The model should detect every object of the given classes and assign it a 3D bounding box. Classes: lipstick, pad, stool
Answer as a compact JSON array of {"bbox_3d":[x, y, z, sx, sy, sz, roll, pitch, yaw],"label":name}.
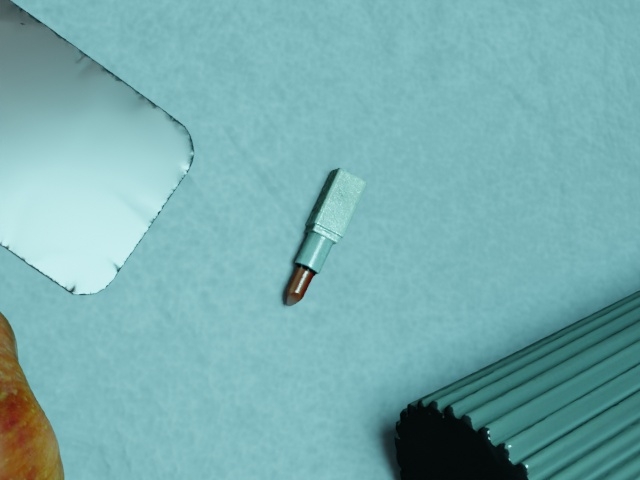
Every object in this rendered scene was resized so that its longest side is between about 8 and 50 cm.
[{"bbox_3d":[0.000,0.000,1.567,0.030,0.030,0.129,27,78,-15],"label":"lipstick"},{"bbox_3d":[-0.252,-0.090,1.507,0.267,0.004,0.181,36,76,-12],"label":"pad"},{"bbox_3d":[0.279,0.187,1.514,0.330,0.297,0.297,-29,95,-21],"label":"stool"}]

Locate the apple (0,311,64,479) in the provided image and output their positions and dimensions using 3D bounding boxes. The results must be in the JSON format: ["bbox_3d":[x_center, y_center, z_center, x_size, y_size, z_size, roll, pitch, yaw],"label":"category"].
[{"bbox_3d":[-0.328,0.162,1.344,0.241,0.242,0.242,-19,92,-16],"label":"apple"}]
